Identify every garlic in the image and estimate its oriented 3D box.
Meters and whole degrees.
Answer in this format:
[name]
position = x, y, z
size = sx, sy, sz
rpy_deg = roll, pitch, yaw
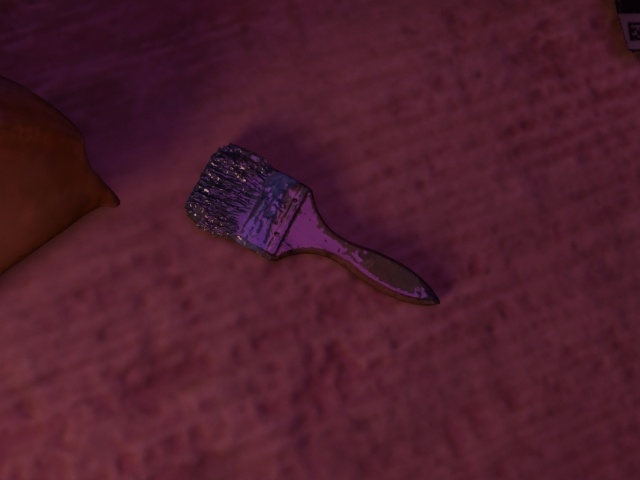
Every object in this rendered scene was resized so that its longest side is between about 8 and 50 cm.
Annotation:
[garlic]
position = -0.285, 0.027, 0.700
size = 0.196, 0.151, 0.338
rpy_deg = 39, 71, -11

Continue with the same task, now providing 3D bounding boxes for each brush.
[brush]
position = 0.000, 0.000, 0.822
size = 0.196, 0.021, 0.070
rpy_deg = 27, 71, -2

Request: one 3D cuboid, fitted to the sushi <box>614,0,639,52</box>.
[sushi]
position = 0.324, -0.225, 0.954
size = 0.201, 0.031, 0.139
rpy_deg = -9, 76, -11
